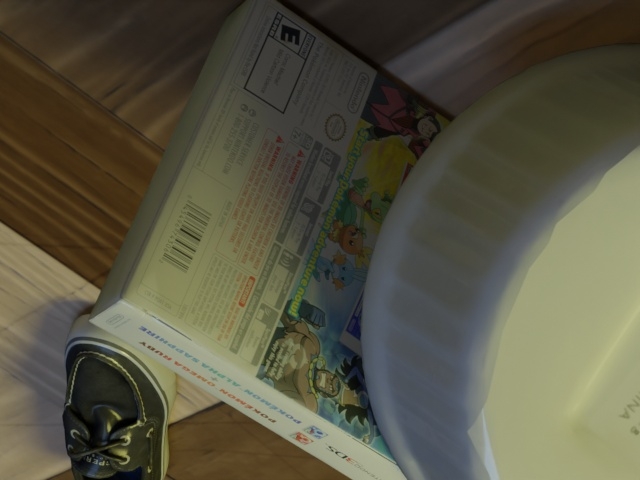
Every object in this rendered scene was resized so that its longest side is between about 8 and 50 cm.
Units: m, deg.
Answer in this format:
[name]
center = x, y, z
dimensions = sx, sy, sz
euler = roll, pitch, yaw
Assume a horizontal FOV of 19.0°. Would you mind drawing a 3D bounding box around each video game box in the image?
[video game box]
center = 0.000, 0.000, 0.997
dimensions = 0.187, 0.205, 0.048
euler = 32, 148, -16

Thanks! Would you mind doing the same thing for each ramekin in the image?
[ramekin]
center = 0.168, 0.050, 0.901
dimensions = 0.277, 0.277, 0.135
euler = 31, -178, -16

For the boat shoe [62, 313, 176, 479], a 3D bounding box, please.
[boat shoe]
center = -0.153, 0.141, 1.376
dimensions = 0.080, 0.076, 0.228
euler = 16, 145, 6
